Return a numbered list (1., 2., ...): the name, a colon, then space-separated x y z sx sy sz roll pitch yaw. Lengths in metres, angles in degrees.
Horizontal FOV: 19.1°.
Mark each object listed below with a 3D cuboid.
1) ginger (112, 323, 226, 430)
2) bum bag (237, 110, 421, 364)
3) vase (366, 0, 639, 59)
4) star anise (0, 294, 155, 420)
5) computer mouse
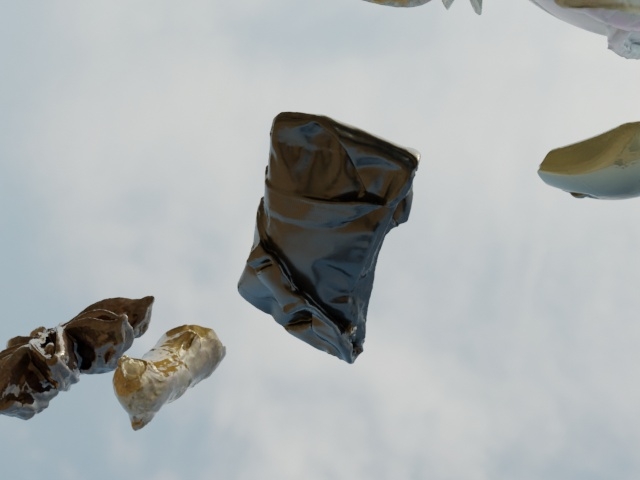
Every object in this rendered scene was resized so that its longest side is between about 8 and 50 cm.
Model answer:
1. ginger: -0.108 0.090 1.301 0.057 0.044 0.137 -40 177 24
2. bum bag: 0.000 0.000 1.510 0.060 0.123 0.248 -62 170 -49
3. vase: 0.166 -0.238 1.198 0.250 0.445 0.250 5 -82 41
4. star anise: -0.274 0.125 1.933 0.212 0.073 0.197 -22 -170 40
5. computer mouse: 0.279 -0.067 1.834 0.182 0.089 0.056 -16 -122 50
